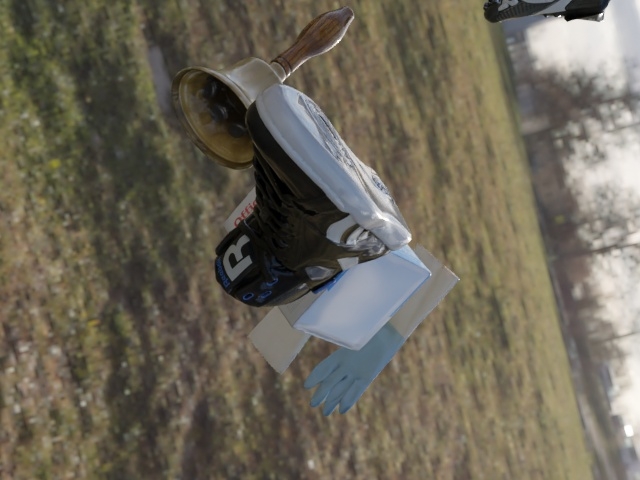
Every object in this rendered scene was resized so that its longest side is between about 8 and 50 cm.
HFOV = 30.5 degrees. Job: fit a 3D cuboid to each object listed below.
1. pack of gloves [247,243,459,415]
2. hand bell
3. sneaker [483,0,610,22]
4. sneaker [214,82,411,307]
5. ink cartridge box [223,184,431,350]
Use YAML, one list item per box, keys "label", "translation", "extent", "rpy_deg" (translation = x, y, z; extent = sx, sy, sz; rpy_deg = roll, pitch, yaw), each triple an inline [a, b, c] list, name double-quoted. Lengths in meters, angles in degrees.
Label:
- label: "pack of gloves"
  translation: [0.042, 0.090, 1.413]
  extent: [0.046, 0.232, 0.195]
  rpy_deg: [36, 6, -45]
- label: "hand bell"
  translation: [-0.040, -0.195, 1.312]
  extent: [0.242, 0.126, 0.126]
  rpy_deg: [-43, 126, -34]
- label: "sneaker"
  translation: [0.342, -0.336, 1.614]
  extent: [0.106, 0.234, 0.078]
  rpy_deg: [59, 23, -20]
- label: "sneaker"
  translation: [-0.024, -0.010, 0.726]
  extent: [0.079, 0.121, 0.217]
  rpy_deg: [62, 9, 24]
- label: "ink cartridge box"
  translation: [0.000, 0.000, 0.936]
  extent: [0.090, 0.092, 0.143]
  rpy_deg: [25, 23, -48]
